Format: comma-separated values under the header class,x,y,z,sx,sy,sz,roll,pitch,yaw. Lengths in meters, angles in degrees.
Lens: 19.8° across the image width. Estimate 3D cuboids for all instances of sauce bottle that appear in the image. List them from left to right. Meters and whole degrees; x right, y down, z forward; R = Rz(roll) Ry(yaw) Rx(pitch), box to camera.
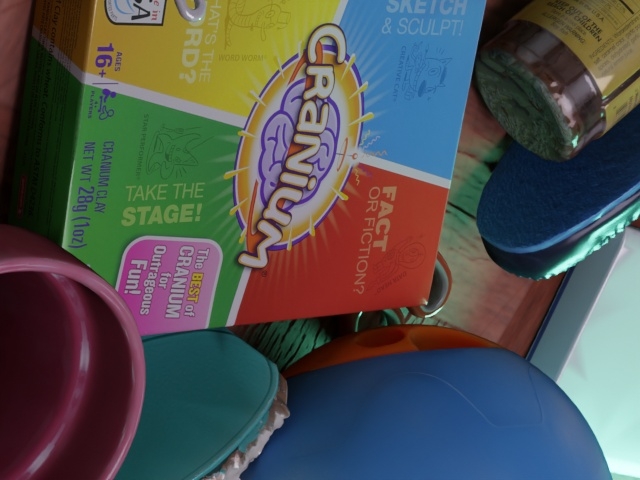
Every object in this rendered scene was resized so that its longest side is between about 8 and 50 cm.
class,x,y,z,sx,sy,sz,roll,pitch,yaw
sauce bottle,0.267,-0.197,1.369,0.344,0.111,0.111,-38,134,-19

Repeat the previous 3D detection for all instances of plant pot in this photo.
class,x,y,z,sx,sy,sz,roll,pitch,yaw
plant pot,-0.227,0.065,1.021,0.201,0.180,0.201,-21,126,-32

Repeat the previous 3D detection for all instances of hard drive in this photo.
class,x,y,z,sx,sy,sz,roll,pitch,yaw
hard drive,0.301,0.108,1.625,0.318,0.040,0.210,16,101,-46

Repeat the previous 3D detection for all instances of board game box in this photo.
class,x,y,z,sx,sy,sz,roll,pitch,yaw
board game box,-0.043,-0.067,1.182,0.316,0.064,0.242,-5,111,-40

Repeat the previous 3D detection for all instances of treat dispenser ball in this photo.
class,x,y,z,sx,sy,sz,roll,pitch,yaw
treat dispenser ball,0.063,0.202,1.284,0.288,0.288,0.288,-21,126,-32

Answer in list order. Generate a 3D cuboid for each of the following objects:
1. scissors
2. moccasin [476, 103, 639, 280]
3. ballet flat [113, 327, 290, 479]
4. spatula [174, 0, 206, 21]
class,x,y,z,sx,sy,sz,roll,pitch,yaw
scissors,0.000,0.000,1.311,0.109,0.021,0.297,-52,135,-4
moccasin,0.264,-0.077,1.419,0.342,0.138,0.117,-40,139,-16
ballet flat,-0.208,0.185,1.171,0.409,0.147,0.147,-29,130,-23
spatula,-0.070,-0.247,1.019,0.168,0.019,0.242,-25,97,-36
